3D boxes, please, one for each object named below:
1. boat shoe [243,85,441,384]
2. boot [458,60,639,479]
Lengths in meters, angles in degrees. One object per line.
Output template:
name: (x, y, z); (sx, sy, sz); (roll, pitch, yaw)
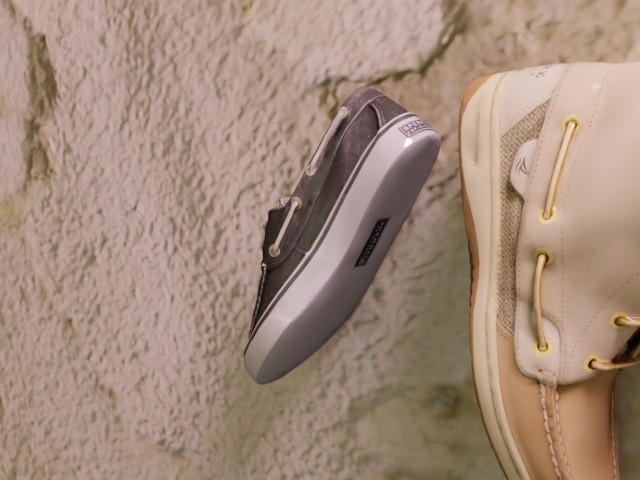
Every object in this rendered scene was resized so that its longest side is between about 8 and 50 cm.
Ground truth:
boat shoe: (0.000, 0.000, 0.639); (0.070, 0.078, 0.219); (41, 112, 26)
boot: (0.184, 0.026, 0.481); (0.204, 0.095, 0.261); (-6, 89, 38)
